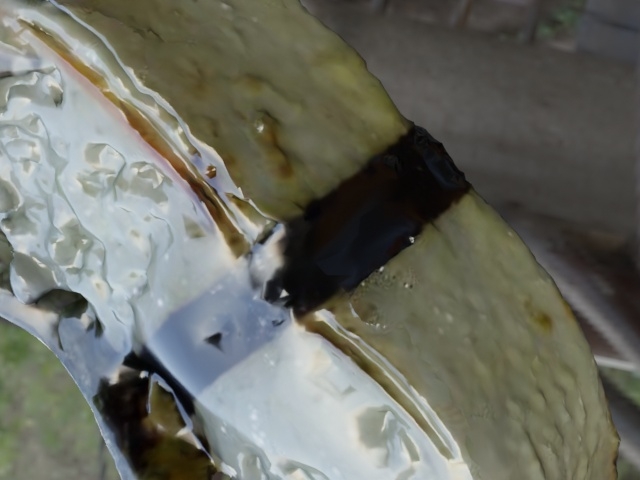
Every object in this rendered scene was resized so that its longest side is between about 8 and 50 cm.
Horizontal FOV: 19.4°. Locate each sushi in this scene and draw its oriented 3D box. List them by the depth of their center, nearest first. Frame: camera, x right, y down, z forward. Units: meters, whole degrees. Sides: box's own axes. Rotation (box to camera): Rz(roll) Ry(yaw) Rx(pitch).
[{"bbox_3d":[-0.005,0.010,0.507,0.273,0.134,0.109,48,129,23],"label":"sushi"}]
